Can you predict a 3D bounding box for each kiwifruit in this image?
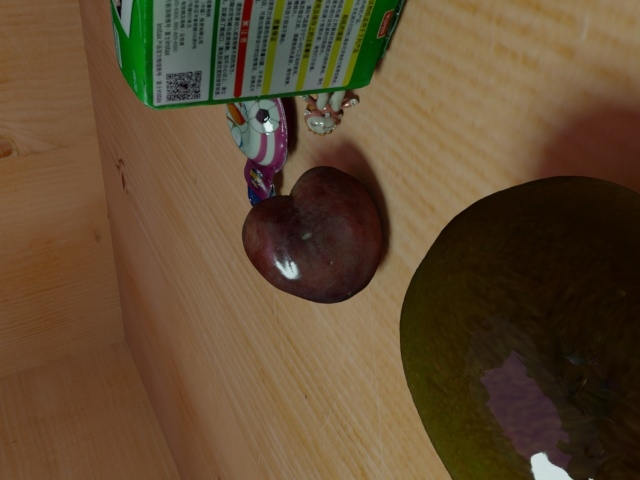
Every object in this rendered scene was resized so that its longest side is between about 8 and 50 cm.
[{"bbox_3d":[0.150,0.072,0.372,0.196,0.196,0.234,114,138,-54],"label":"kiwifruit"}]

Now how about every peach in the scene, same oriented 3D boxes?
[{"bbox_3d":[0.000,0.000,0.709,0.152,0.152,0.152,42,140,50],"label":"peach"}]

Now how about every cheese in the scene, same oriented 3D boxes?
[{"bbox_3d":[-0.085,-0.136,0.890,0.155,0.062,0.244,47,144,41],"label":"cheese"}]

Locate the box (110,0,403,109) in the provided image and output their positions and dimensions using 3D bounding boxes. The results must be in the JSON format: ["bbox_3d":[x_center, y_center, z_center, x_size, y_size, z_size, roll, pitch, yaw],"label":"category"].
[{"bbox_3d":[-0.053,-0.214,0.555,0.180,0.250,0.103,110,143,-52],"label":"box"}]

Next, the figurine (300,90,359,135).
[{"bbox_3d":[0.008,-0.150,0.696,0.109,0.064,0.047,127,148,-76],"label":"figurine"}]
